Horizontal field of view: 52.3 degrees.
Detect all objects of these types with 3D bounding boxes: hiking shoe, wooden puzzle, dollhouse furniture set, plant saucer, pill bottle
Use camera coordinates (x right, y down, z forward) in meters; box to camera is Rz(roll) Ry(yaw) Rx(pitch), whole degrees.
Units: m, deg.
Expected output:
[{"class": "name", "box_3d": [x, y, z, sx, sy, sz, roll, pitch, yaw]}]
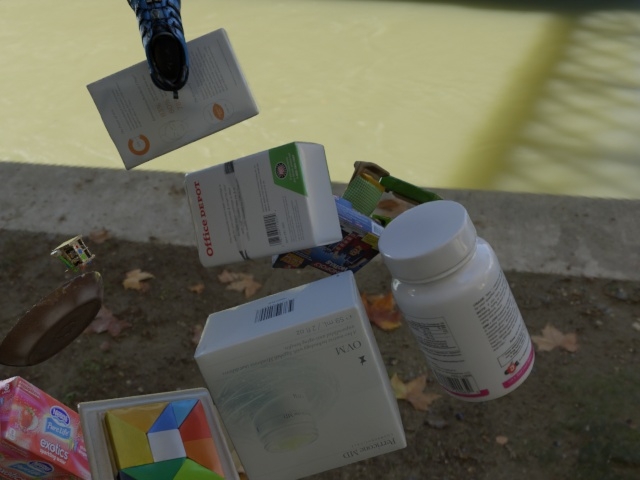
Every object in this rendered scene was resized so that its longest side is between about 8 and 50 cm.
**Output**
[{"class": "hiking shoe", "box_3d": [-0.323, -0.452, 1.331, 0.113, 0.304, 0.132, -19, 25, -13]}, {"class": "wooden puzzle", "box_3d": [-0.247, 0.326, 1.019, 0.221, 0.044, 0.238, 0, 38, -33]}, {"class": "dollhouse furniture set", "box_3d": [0.156, -0.057, 1.544, 0.151, 0.197, 0.301, 26, 5, 22]}, {"class": "plant saucer", "box_3d": [-0.410, 0.132, 1.021, 0.036, 0.198, 0.198, 44, 51, 6]}, {"class": "pill bottle", "box_3d": [0.203, 0.091, 0.975, 0.160, 0.283, 0.160, -23, 28, 13]}]

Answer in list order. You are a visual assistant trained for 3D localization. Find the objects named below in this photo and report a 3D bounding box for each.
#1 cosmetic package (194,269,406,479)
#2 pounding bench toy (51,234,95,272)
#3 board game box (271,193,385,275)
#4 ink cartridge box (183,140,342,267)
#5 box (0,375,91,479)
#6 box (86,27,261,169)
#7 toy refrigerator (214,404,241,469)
[{"class": "cosmetic package", "box_3d": [-0.024, 0.195, 0.912, 0.224, 0.224, 0.138, -19, 18, 5]}, {"class": "pounding bench toy", "box_3d": [-0.542, 0.038, 1.415, 0.052, 0.065, 0.083, -21, 16, 21]}, {"class": "board game box", "box_3d": [0.000, 0.000, 1.261, 0.194, 0.194, 0.060, 25, 44, -26]}, {"class": "ink cartridge box", "box_3d": [-0.094, -0.053, 1.037, 0.219, 0.160, 0.093, -11, 0, 30]}, {"class": "box", "box_3d": [-0.664, 0.455, 1.497, 0.142, 0.300, 0.154, -18, 47, 11]}, {"class": "box", "box_3d": [-0.344, -0.342, 1.579, 0.345, 0.215, 0.168, -22, 14, 2]}, {"class": "toy refrigerator", "box_3d": [-0.178, 0.395, 1.478, 0.102, 0.269, 0.094, 37, 14, 27]}]
